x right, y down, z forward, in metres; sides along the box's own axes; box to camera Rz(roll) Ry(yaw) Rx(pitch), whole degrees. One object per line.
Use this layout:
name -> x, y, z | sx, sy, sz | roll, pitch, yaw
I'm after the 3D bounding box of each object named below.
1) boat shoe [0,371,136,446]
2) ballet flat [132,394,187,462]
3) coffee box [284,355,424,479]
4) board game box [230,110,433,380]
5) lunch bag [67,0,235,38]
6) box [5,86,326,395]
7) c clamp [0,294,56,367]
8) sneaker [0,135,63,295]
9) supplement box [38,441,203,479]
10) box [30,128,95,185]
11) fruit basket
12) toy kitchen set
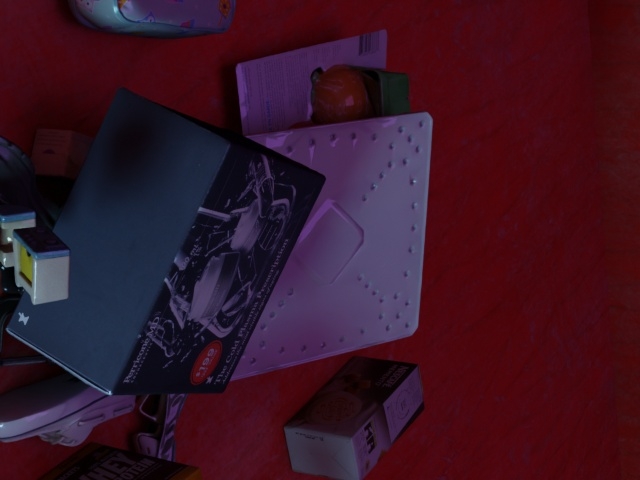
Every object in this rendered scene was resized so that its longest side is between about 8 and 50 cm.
boat shoe -> -0.336, 0.227, 1.797 | 0.267, 0.096, 0.088 | -24, 116, -60
ballet flat -> -0.241, 0.272, 1.987 | 0.068, 0.072, 0.213 | 18, 78, -29
coffee box -> 0.064, 0.309, 2.387 | 0.246, 0.141, 0.098 | -39, 127, -47
board game box -> 0.000, 0.000, 2.151 | 0.390, 0.050, 0.390 | -11, 113, -33
lunch bag -> -0.224, -0.389, 1.844 | 0.279, 0.108, 0.224 | -9, 98, -58
box -> -0.190, 0.014, 1.772 | 0.343, 0.179, 0.312 | -65, 157, 5
c clamp -> -0.387, 0.136, 1.765 | 0.161, 0.022, 0.137 | -9, 97, -55
sneaker -> -0.396, -0.037, 1.643 | 0.130, 0.109, 0.286 | -62, 141, -24
supplement box -> -0.261, 0.399, 1.841 | 0.129, 0.194, 0.191 | -33, 122, -49
box -> -0.264, -0.089, 1.873 | 0.324, 0.067, 0.063 | 16, 82, -58
fruit basket -> -0.005, -0.159, 2.227 | 0.353, 0.165, 0.327 | -19, 112, -38
toy kitchen set -> -0.400, -0.001, 1.498 | 0.207, 0.166, 0.122 | -10, 114, -27
